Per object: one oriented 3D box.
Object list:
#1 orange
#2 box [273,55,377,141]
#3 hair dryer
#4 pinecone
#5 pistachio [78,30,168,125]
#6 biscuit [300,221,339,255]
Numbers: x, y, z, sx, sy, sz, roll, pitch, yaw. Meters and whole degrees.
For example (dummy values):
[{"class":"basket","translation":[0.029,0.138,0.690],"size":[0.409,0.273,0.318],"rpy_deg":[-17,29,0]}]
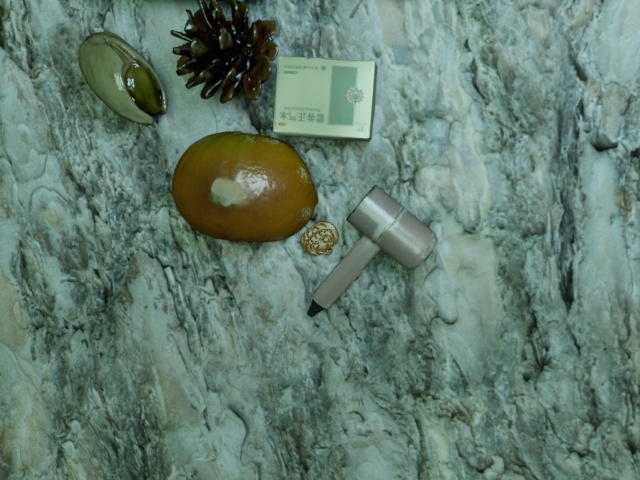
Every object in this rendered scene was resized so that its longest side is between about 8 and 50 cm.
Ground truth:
[{"class":"orange","translation":[-0.190,-0.118,1.330],"size":[0.310,0.274,0.274],"rpy_deg":[19,102,37]},{"class":"box","translation":[0.012,-0.307,1.268],"size":[0.212,0.095,0.168],"rpy_deg":[5,101,8]},{"class":"hair dryer","translation":[0.088,0.061,1.320],"size":[0.189,0.107,0.344],"rpy_deg":[39,111,0]},{"class":"pinecone","translation":[-0.212,-0.402,1.237],"size":[0.229,0.201,0.202],"rpy_deg":[-24,50,35]},{"class":"pistachio","translation":[-0.448,-0.362,1.314],"size":[0.238,0.153,0.138],"rpy_deg":[46,62,-2]},{"class":"biscuit","translation":[0.000,0.000,1.353],"size":[0.091,0.015,0.078],"rpy_deg":[-38,91,12]}]
